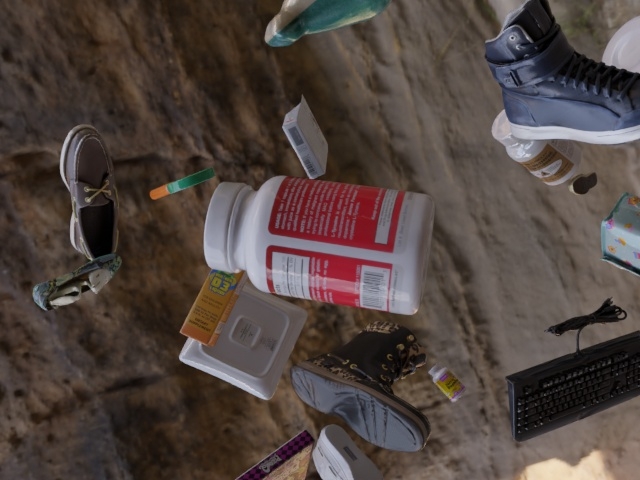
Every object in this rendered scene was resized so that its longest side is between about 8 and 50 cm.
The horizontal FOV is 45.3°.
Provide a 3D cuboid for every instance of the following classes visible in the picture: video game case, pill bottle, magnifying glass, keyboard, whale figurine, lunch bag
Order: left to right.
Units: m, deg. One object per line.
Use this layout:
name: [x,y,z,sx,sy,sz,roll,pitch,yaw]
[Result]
magnifying glass: [-0.280,-0.107,1.510,0.231,0.092,0.026,-7,107,55]
video game case: [-0.121,0.554,1.743,0.042,0.232,0.210,43,143,26]
pill bottle: [0.000,0.000,1.452,0.229,0.407,0.229,9,-90,-80]
whale figurine: [0.026,-0.427,1.375,0.141,0.272,0.216,48,172,-13]
pill bottle: [0.272,0.305,1.656,0.083,0.043,0.043,46,170,11]
pill bottle: [0.556,-0.250,1.983,0.229,0.131,0.131,29,-158,-29]
keyboard: [0.451,0.215,1.321,0.033,0.317,0.202,13,114,62]
lunch bag: [0.909,0.024,2.139,0.223,0.160,0.262,29,155,33]
pill bottle: [0.752,-0.348,1.618,0.161,0.283,0.161,-44,37,47]

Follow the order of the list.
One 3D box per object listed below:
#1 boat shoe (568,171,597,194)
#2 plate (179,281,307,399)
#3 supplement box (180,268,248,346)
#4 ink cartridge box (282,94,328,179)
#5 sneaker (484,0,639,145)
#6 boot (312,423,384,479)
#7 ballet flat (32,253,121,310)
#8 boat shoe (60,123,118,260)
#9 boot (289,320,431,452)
boat shoe: [0.691,-0.150,2.046,0.045,0.135,0.050,-3,100,45]
plate: [-0.204,0.255,2.099,0.277,0.277,0.045,-66,5,-21]
supplement box: [-0.234,0.125,1.774,0.080,0.078,0.234,70,-135,-78]
ink cartridge box: [-0.033,-0.243,1.781,0.145,0.045,0.179,61,-166,-25]
sneaker: [0.284,-0.191,0.843,0.226,0.086,0.163,5,134,45]
boot: [0.073,0.617,2.017,0.258,0.095,0.123,51,133,36]
ballet flat: [-0.483,0.091,1.553,0.070,0.188,0.070,53,159,30]
boat shoe: [-0.506,-0.096,1.713,0.096,0.116,0.325,36,130,40]
boot: [0.150,0.321,1.771,0.377,0.284,0.138,15,121,41]
